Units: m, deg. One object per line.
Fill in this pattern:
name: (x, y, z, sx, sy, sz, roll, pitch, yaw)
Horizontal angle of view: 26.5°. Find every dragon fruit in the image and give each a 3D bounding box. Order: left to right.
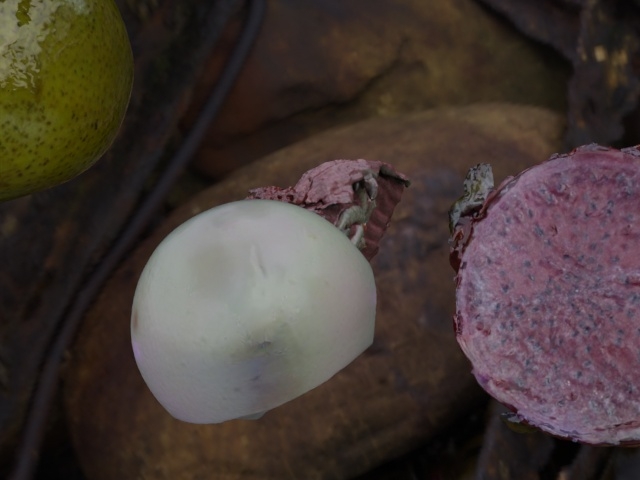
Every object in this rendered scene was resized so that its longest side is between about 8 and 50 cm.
dragon fruit: (0.292, 0.068, 1.328, 0.296, 0.263, 0.314, -14, 83, 22)

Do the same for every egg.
egg: (-0.074, 0.086, 1.349, 0.271, 0.206, 0.162, -38, 25, 6)

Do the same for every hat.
hat: (0.000, 0.000, 1.591, 0.107, 0.286, 0.236, 27, 91, 32)

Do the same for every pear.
pear: (-0.307, -0.166, 1.204, 0.294, 0.294, 0.294, -14, 41, 12)
